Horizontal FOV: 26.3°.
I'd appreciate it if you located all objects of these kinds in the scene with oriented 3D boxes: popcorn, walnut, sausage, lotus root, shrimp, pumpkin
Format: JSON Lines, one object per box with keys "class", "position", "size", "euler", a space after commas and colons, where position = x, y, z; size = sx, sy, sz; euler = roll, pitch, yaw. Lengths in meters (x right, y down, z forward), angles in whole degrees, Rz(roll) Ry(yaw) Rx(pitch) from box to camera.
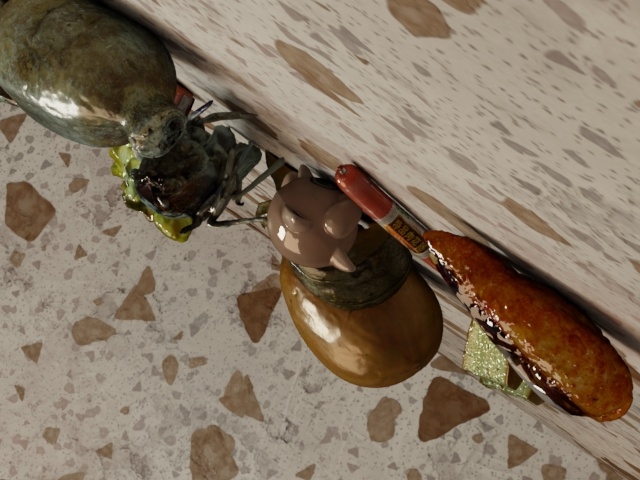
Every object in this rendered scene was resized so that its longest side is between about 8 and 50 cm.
{"class": "popcorn", "position": [-0.252, -0.105, 2.237], "size": [0.197, 0.213, 0.198], "euler": [3, -174, 0]}
{"class": "walnut", "position": [0.046, 0.089, 2.029], "size": [0.298, 0.203, 0.203], "euler": [37, 177, 21]}
{"class": "sausage", "position": [0.091, -0.019, 1.541], "size": [0.253, 0.034, 0.034], "euler": [37, 175, -42]}
{"class": "lotus root", "position": [-0.269, -0.197, 1.566], "size": [0.349, 0.175, 0.175], "euler": [26, 171, 42]}
{"class": "shrimp", "position": [-0.151, -0.092, 1.714], "size": [0.221, 0.166, 0.410], "euler": [38, 176, 3]}
{"class": "pumpkin", "position": [-0.006, 0.000, 1.874], "size": [0.248, 0.126, 0.131], "euler": [33, 174, 27]}

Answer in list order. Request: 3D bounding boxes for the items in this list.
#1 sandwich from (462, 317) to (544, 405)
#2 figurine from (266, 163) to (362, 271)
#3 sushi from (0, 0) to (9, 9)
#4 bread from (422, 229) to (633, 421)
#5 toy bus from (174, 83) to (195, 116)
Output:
{"class": "sandwich", "position": [0.269, 0.174, 1.925], "size": [0.090, 0.088, 0.244], "euler": [27, 171, 39]}
{"class": "figurine", "position": [-0.007, -0.025, 1.737], "size": [0.125, 0.125, 0.138], "euler": [37, -169, -25]}
{"class": "sushi", "position": [-0.571, -0.353, 2.135], "size": [0.343, 0.196, 0.182], "euler": [44, -170, -35]}
{"class": "bread", "position": [0.213, 0.080, 1.387], "size": [0.269, 0.095, 0.139], "euler": [49, 176, 9]}
{"class": "toy bus", "position": [-0.267, -0.218, 1.886], "size": [0.096, 0.074, 0.235], "euler": [29, 179, -39]}
